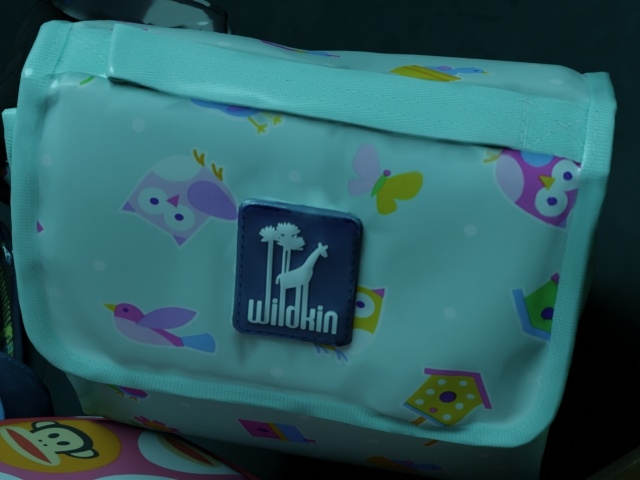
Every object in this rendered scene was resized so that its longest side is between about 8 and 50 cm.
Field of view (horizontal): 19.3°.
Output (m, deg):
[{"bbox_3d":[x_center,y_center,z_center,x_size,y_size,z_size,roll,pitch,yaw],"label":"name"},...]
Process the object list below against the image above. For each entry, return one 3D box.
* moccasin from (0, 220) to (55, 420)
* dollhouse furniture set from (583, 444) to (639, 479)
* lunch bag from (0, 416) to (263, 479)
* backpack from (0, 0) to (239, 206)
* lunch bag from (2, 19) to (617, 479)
[{"bbox_3d":[-0.203,0.092,1.003,0.116,0.138,0.342,-30,42,7],"label":"moccasin"},{"bbox_3d":[0.187,0.096,0.677,0.301,0.151,0.197,-34,41,10],"label":"dollhouse furniture set"},{"bbox_3d":[-0.069,0.167,0.775,0.293,0.258,0.120,27,116,44],"label":"lunch bag"},{"bbox_3d":[-0.103,-0.079,1.090,0.182,0.115,0.152,3,69,39],"label":"backpack"},{"bbox_3d":[0.000,0.000,0.765,0.223,0.262,0.160,10,71,5],"label":"lunch bag"}]
